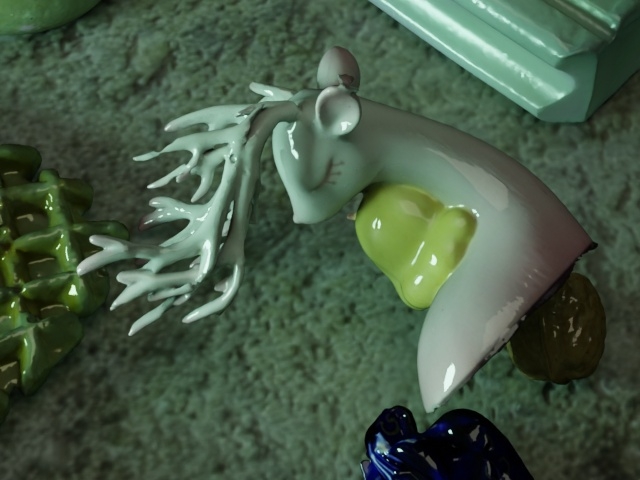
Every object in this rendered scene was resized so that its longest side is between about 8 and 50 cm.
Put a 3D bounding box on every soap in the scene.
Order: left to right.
[{"bbox_3d":[0.148,-0.272,1.796,0.347,0.115,0.208,37,59,18],"label":"soap"}]

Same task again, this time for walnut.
[{"bbox_3d":[0.188,0.070,1.596,0.079,0.082,0.096,-8,54,23],"label":"walnut"}]

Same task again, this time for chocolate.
[{"bbox_3d":[0.161,0.239,1.468,0.148,0.126,0.343,-48,58,10],"label":"chocolate"}]

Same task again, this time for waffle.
[{"bbox_3d":[-0.324,0.025,1.584,0.291,0.056,0.309,27,59,11],"label":"waffle"}]

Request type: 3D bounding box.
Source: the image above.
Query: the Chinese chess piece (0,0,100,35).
[{"bbox_3d":[-0.276,-0.291,1.779,0.237,0.092,0.238,2,57,-3],"label":"Chinese chess piece"}]

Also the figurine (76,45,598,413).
[{"bbox_3d":[0.000,-0.002,1.512,0.315,0.206,0.284,45,102,7],"label":"figurine"}]
